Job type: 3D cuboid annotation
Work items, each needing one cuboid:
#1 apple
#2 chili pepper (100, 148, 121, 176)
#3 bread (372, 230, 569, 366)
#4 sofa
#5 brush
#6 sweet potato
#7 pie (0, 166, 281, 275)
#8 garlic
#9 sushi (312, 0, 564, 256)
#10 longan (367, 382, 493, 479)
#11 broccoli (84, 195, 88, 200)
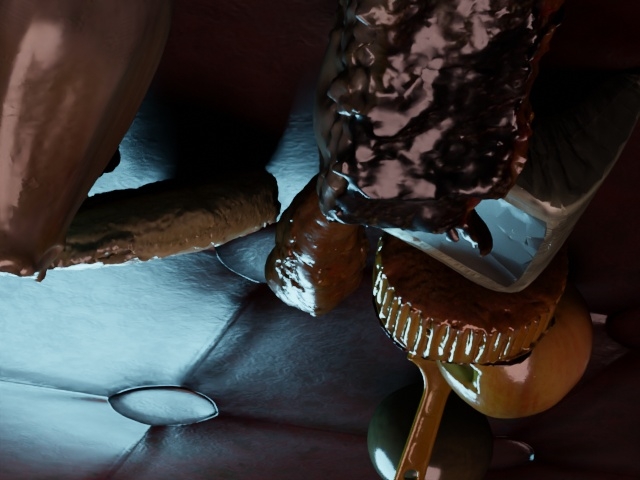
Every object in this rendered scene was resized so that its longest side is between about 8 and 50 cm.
[{"bbox_3d":[0.215,0.107,1.684,0.199,0.199,0.199,1,152,0],"label":"apple"},{"bbox_3d":[-0.280,-0.081,1.468,0.182,0.050,0.073,-1,159,10],"label":"chili pepper"},{"bbox_3d":[0.151,0.029,1.518,0.199,0.199,0.104,2,149,-2],"label":"bread"},{"bbox_3d":[0.156,-0.090,1.408,0.225,0.176,0.210,29,152,8],"label":"sofa"},{"bbox_3d":[0.138,0.208,1.862,0.103,0.013,0.272,9,111,-16],"label":"brush"},{"bbox_3d":[-0.002,0.015,1.474,0.095,0.106,0.354,6,168,-5],"label":"sweet potato"},{"bbox_3d":[-0.191,-0.015,1.454,0.338,0.075,0.337,-10,-178,0],"label":"pie"},{"bbox_3d":[-0.246,-0.166,1.147,0.231,0.246,0.340,24,134,7],"label":"garlic"},{"bbox_3d":[0.090,-0.132,1.154,0.182,0.196,0.343,10,134,1],"label":"sushi"},{"bbox_3d":[0.146,0.269,1.996,0.167,0.167,0.187,-1,156,3],"label":"longan"},{"bbox_3d":[-0.271,-0.082,1.341,0.154,0.160,0.167,-43,156,12],"label":"broccoli"}]
